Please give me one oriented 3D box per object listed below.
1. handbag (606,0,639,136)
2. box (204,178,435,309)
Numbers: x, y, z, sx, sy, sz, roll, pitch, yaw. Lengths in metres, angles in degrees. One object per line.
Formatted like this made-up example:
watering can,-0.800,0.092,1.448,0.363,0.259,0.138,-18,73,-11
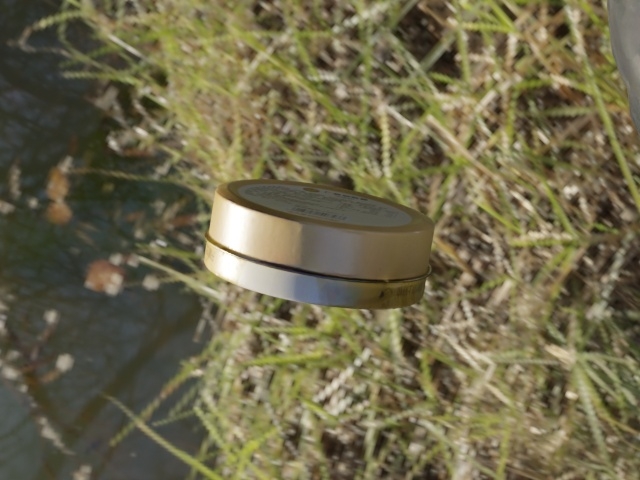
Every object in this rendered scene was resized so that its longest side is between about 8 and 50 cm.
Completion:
handbag,0.199,-0.002,0.331,0.181,0.181,0.254,-44,45,24
box,0.000,0.000,0.654,0.105,0.105,0.037,18,105,32
